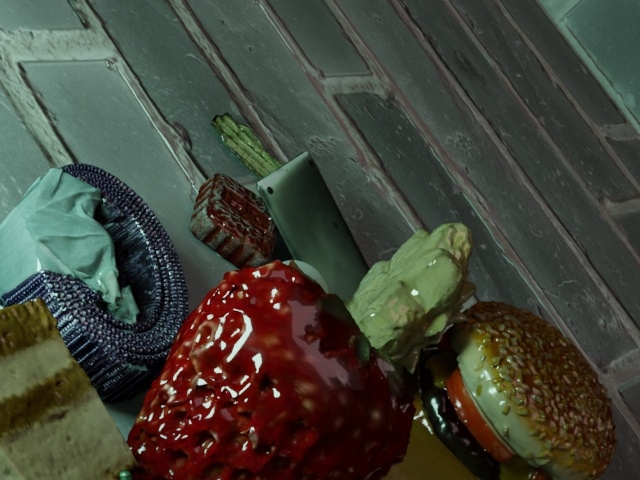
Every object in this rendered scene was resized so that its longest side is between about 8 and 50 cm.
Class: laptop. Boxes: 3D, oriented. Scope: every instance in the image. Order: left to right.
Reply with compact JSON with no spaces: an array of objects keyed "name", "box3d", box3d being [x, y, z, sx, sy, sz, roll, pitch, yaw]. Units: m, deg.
[{"name":"laptop","box3d":[0.000,0.000,2.290,0.269,0.015,0.187,63,32,-7]}]

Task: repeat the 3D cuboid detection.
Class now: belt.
[{"name":"belt","box3d":[-0.291,0.044,1.855,0.260,0.122,0.325,28,37,-37]}]

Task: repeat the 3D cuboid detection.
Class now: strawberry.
[{"name":"strawberry","box3d":[-0.080,0.222,1.722,0.345,0.295,0.317,-46,127,-22]}]

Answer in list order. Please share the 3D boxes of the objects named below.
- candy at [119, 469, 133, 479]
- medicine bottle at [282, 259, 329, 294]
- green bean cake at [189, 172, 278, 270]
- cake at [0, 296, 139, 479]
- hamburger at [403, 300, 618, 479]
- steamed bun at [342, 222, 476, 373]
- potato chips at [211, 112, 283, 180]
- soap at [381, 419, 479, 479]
[{"name":"candy","box3d":[-0.185,0.372,1.503,0.083,0.306,0.091,-16,21,-26]},{"name":"medicine bottle","box3d":[-0.063,0.104,2.078,0.105,0.105,0.168,47,31,-1]},{"name":"green bean cake","box3d":[-0.128,-0.029,2.196,0.135,0.056,0.136,34,33,-18]},{"name":"cake","box3d":[-0.332,0.235,1.527,0.293,0.198,0.196,55,27,5]},{"name":"hamburger","box3d":[0.280,0.257,2.180,0.330,0.250,0.330,31,35,-25]},{"name":"steamed bun","box3d":[0.129,0.103,2.122,0.137,0.292,0.295,48,43,-5]},{"name":"potato chips","box3d":[-0.097,-0.134,2.378,0.207,0.028,0.092,43,33,-3]},{"name":"soap","box3d":[0.090,0.341,1.943,0.427,0.115,0.306,41,38,16]}]
